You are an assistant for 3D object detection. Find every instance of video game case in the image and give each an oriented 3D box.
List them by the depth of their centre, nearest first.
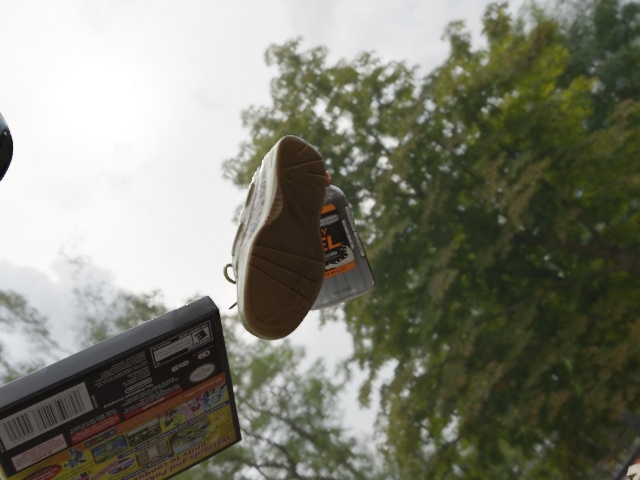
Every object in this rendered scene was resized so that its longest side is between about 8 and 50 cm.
[{"bbox_3d":[-0.229,0.209,1.055,0.275,0.035,0.248,-24,-44,-21],"label":"video game case"}]

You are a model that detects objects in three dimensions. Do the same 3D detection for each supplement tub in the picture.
[{"bbox_3d":[0.000,0.000,1.382,0.117,0.190,0.117,-20,2,1],"label":"supplement tub"}]

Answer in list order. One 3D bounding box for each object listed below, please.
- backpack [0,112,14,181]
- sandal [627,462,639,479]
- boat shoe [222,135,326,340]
[{"bbox_3d":[-0.378,-0.078,0.842,0.158,0.117,0.173,51,-132,-27],"label":"backpack"},{"bbox_3d":[0.459,0.352,1.232,0.079,0.088,0.240,-27,3,22],"label":"sandal"},{"bbox_3d":[-0.055,0.003,1.131,0.089,0.105,0.285,-34,34,44],"label":"boat shoe"}]
